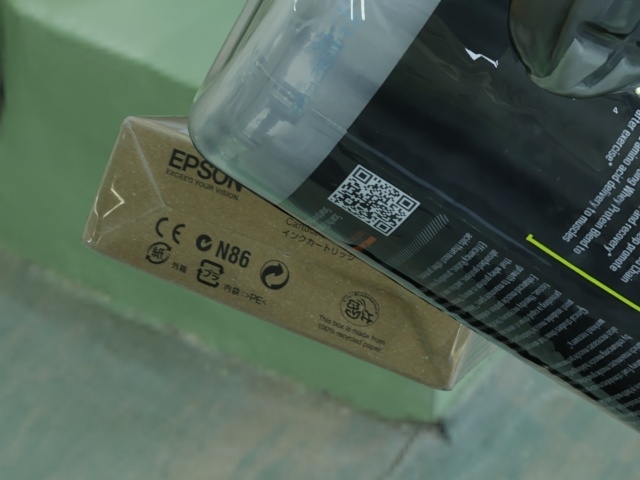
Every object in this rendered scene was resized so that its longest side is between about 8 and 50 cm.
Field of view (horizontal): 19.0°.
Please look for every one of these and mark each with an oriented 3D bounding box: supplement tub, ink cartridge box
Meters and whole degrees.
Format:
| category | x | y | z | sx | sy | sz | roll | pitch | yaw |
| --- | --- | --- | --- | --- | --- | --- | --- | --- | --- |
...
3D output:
| category | x | y | z | sx | sy | sz | roll | pitch | yaw |
| --- | --- | --- | --- | --- | --- | --- | --- | --- | --- |
| supplement tub | 0.133 | -0.040 | 0.811 | 0.338 | 0.207 | 0.207 | 32 | 39 | -9 |
| ink cartridge box | 0.000 | 0.000 | 1.159 | 0.234 | 0.088 | 0.193 | 21 | 9 | 10 |

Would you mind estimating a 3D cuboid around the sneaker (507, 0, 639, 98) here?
| category | x | y | z | sx | sy | sz | roll | pitch | yaw |
| --- | --- | --- | --- | --- | --- | --- | --- | --- | --- |
| sneaker | 0.114 | -0.169 | 0.541 | 0.106 | 0.267 | 0.101 | 35 | 19 | 29 |
